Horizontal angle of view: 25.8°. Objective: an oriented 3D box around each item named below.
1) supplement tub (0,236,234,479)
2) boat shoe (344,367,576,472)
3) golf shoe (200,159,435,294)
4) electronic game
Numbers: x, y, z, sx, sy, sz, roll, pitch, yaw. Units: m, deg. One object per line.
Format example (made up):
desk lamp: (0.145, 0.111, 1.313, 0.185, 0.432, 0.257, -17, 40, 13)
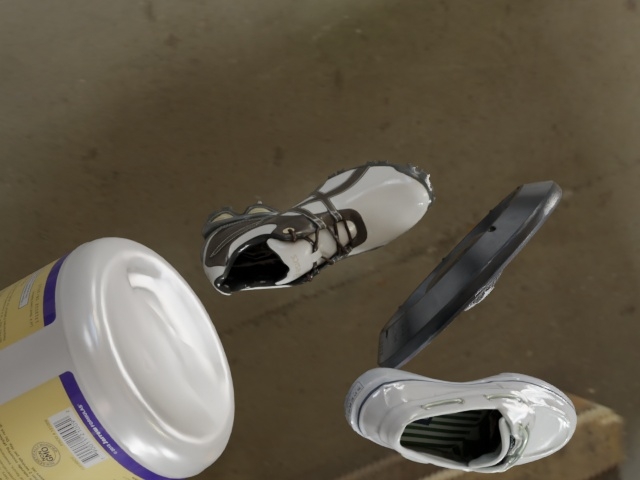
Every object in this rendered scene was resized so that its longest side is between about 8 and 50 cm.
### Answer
supplement tub: (-0.276, 0.166, 1.340, 0.331, 0.241, 0.241, -27, 118, 20)
boat shoe: (0.124, 0.153, 1.093, 0.226, 0.076, 0.083, 6, 110, -33)
golf shoe: (0.000, 0.000, 1.120, 0.198, 0.094, 0.077, -19, 117, 9)
electronic game: (0.134, 0.032, 1.261, 0.048, 0.229, 0.229, 44, 75, 1)
